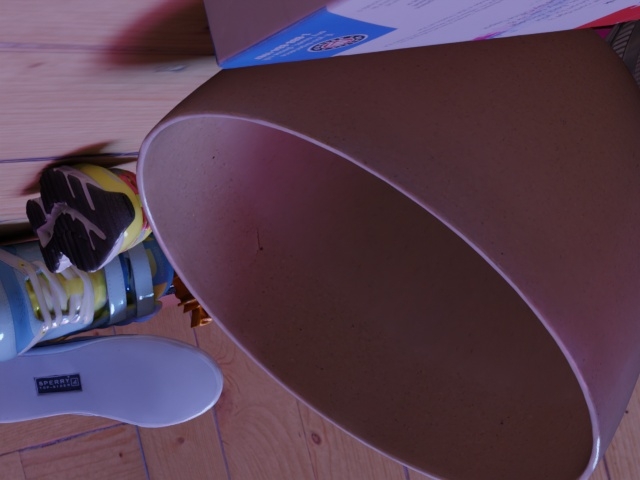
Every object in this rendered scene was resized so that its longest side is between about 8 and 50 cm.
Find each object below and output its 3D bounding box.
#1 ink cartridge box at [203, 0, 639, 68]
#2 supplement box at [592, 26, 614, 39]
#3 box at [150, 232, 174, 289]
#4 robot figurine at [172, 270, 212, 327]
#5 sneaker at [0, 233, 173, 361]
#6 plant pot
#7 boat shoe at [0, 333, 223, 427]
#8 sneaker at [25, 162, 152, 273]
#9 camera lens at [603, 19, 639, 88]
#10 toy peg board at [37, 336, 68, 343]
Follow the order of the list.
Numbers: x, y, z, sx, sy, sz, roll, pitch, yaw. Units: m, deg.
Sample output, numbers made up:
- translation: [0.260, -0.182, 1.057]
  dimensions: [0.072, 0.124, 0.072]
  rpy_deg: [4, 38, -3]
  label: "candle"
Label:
- translation: [0.085, -0.121, 0.558]
  dimensions: [0.231, 0.078, 0.134]
  rpy_deg: [-11, 176, -34]
  label: "ink cartridge box"
- translation: [0.151, -0.083, 1.161]
  dimensions: [0.220, 0.113, 0.111]
  rpy_deg: [-8, 175, -39]
  label: "supplement box"
- translation: [-0.176, 0.020, 1.833]
  dimensions: [0.147, 0.077, 0.180]
  rpy_deg: [-12, 177, -13]
  label: "box"
- translation: [0.000, 0.000, 1.651]
  dimensions: [0.291, 0.085, 0.211]
  rpy_deg: [-19, 178, -19]
  label: "robot figurine"
- translation: [-0.241, 0.038, 1.549]
  dimensions: [0.208, 0.127, 0.319]
  rpy_deg: [-11, -174, -5]
  label: "sneaker"
- translation: [0.072, -0.024, 0.883]
  dimensions: [0.191, 0.284, 0.284]
  rpy_deg: [-50, -165, -26]
  label: "plant pot"
- translation: [-0.218, 0.129, 1.623]
  dimensions: [0.258, 0.095, 0.084]
  rpy_deg: [2, -169, 8]
  label: "boat shoe"
- translation: [-0.161, -0.026, 1.252]
  dimensions: [0.094, 0.081, 0.208]
  rpy_deg: [-20, -175, -20]
  label: "sneaker"
- translation: [0.290, -0.074, 0.938]
  dimensions: [0.219, 0.219, 0.274]
  rpy_deg: [-12, 176, -22]
  label: "camera lens"
- translation: [-0.340, 0.099, 1.939]
  dimensions: [0.079, 0.160, 0.161]
  rpy_deg: [-31, 172, 16]
  label: "toy peg board"
